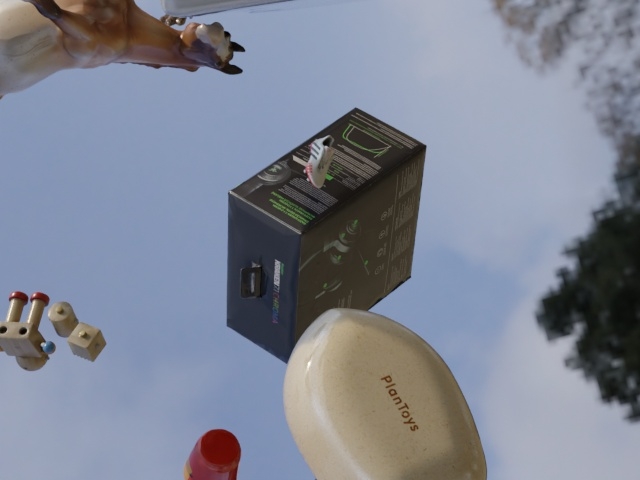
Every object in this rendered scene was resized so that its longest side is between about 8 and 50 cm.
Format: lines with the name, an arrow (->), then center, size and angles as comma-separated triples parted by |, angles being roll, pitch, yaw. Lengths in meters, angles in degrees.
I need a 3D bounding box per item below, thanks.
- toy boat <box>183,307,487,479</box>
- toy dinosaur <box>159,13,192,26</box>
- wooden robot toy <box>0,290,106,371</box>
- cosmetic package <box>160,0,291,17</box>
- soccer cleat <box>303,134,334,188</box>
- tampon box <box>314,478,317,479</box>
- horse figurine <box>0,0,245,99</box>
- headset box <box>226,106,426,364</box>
toy boat -> 0.001, 0.210, 1.743 | 0.148, 0.318, 0.267 | 109, 142, -56
toy dinosaur -> -0.106, -0.326, 1.481 | 0.296, 0.127, 0.200 | -28, -52, -30
wooden robot toy -> -0.307, 0.107, 1.807 | 0.079, 0.173, 0.076 | 73, -154, -49
cosmetic package -> 0.062, -0.324, 1.057 | 0.393, 0.329, 0.327 | -69, -29, -81
soccer cleat -> 0.001, -0.101, 2.118 | 0.029, 0.036, 0.083 | 41, -145, -30
tampon box -> 0.043, 0.336, 1.952 | 0.101, 0.120, 0.161 | 41, -167, 23
horse figurine -> -0.189, -0.120, 0.981 | 0.174, 0.263, 0.066 | 60, -164, -75
headset box -> 0.000, 0.000, 2.260 | 0.283, 0.131, 0.246 | -37, -35, -36
